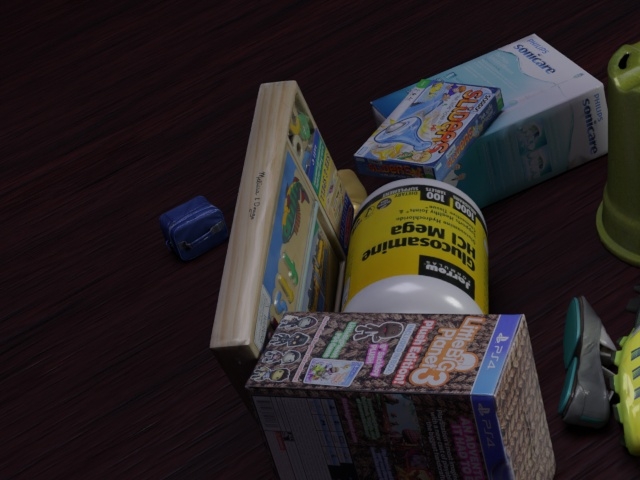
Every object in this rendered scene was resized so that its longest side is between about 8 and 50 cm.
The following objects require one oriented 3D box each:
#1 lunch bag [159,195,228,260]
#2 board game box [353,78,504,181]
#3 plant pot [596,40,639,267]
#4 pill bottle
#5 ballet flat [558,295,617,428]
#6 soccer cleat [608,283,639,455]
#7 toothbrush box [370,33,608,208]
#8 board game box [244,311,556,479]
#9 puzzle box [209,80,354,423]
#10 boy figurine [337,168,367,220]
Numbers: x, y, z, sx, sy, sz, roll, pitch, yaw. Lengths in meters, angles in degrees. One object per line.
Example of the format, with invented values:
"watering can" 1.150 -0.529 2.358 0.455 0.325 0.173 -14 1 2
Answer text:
"lunch bag" -0.195 -0.016 2.374 0.098 0.067 0.065 -30 35 -19
"board game box" 0.157 -0.157 2.233 0.136 0.035 0.201 10 44 33
"plant pot" 0.492 -0.138 2.086 0.276 0.254 0.276 -11 33 7
"pill bottle" 0.121 0.081 1.980 0.188 0.188 0.334 -9 34 11
"ballet flat" 0.332 0.152 1.909 0.068 0.072 0.213 16 38 1
"soccer cleat" 0.415 0.142 1.849 0.121 0.093 0.289 1 36 21
"toothbrush box" 0.258 -0.174 2.357 0.296 0.126 0.216 -25 35 -11
"board game box" 0.095 0.211 1.756 0.291 0.232 0.141 0 36 23
"puzzle box" -0.038 0.039 1.944 0.052 0.272 0.409 -5 52 18
"boy figurine" 0.000 0.000 2.245 0.177 0.092 0.285 -7 32 20
